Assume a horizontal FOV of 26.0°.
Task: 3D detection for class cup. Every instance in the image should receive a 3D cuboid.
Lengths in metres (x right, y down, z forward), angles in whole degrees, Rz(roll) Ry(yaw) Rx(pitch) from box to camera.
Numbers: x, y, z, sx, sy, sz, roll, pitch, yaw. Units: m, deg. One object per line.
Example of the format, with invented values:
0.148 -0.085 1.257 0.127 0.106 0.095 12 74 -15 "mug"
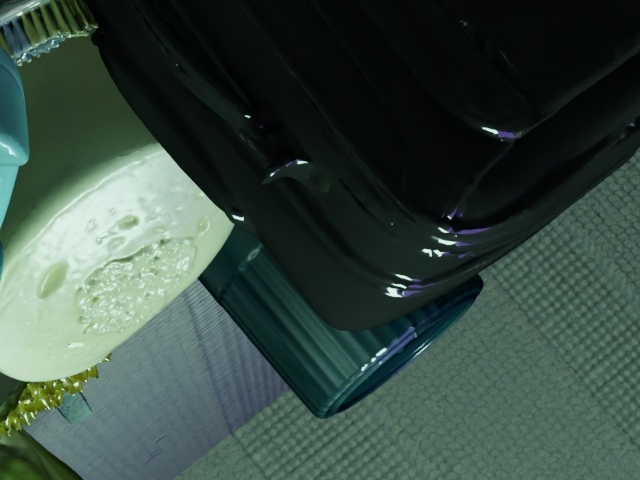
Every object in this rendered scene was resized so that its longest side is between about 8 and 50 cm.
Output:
0.011 -0.005 1.435 0.242 0.292 0.308 -29 166 -41 "cup"

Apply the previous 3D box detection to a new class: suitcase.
0.034 -0.149 0.833 0.339 0.345 0.188 -32 171 -35 "suitcase"

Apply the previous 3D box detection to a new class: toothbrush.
-0.304 -0.038 0.801 0.413 0.042 0.035 -28 166 14 "toothbrush"

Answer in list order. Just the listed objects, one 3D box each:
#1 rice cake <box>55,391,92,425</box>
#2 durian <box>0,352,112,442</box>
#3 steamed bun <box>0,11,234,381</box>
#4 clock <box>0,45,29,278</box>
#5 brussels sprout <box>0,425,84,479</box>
-0.324 0.188 1.731 0.042 0.045 0.245 -35 168 -10 "rice cake"
-0.250 0.076 1.159 0.237 0.193 0.138 -41 152 13 "durian"
-0.181 -0.038 0.969 0.250 0.200 0.155 -46 144 16 "steamed bun"
-0.276 0.000 0.751 0.223 0.094 0.274 -2 141 -17 "clock"
-0.372 0.361 1.551 0.281 0.355 0.289 -26 -157 -28 "brussels sprout"
